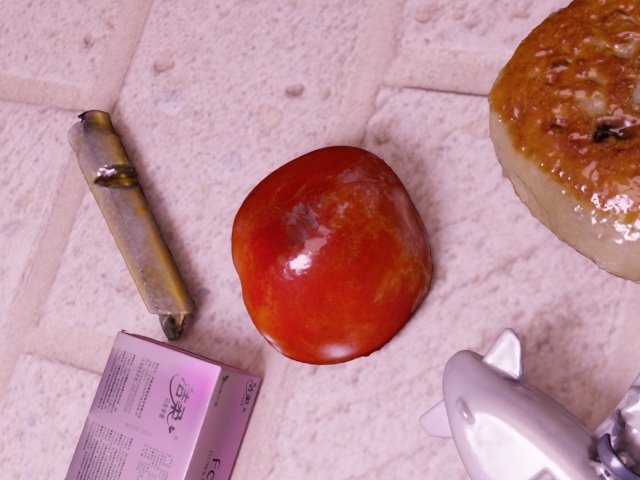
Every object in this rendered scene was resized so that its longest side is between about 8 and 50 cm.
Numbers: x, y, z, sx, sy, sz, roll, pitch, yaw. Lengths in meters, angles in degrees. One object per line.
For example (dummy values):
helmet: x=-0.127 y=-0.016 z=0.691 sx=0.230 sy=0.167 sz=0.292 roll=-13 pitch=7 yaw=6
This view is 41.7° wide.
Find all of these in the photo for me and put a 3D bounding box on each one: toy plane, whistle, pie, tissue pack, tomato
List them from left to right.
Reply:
whistle: x=-0.228 y=-0.025 z=1.013 sx=0.326 sy=0.057 sz=0.068 roll=60 pitch=147 yaw=27
tissue pack: x=-0.175 y=0.236 z=0.885 sx=0.148 sy=0.092 sz=0.246 roll=14 pitch=81 yaw=29
tomato: x=0.000 y=0.000 z=0.852 sx=0.200 sy=0.139 sz=0.233 roll=-24 pitch=65 yaw=10
toy plane: x=0.196 y=0.198 z=0.710 sx=0.267 sy=0.122 sz=0.267 roll=-3 pitch=86 yaw=39
pie: x=0.313 y=-0.116 z=0.774 sx=0.315 sy=0.092 sz=0.315 roll=-8 pitch=69 yaw=23
